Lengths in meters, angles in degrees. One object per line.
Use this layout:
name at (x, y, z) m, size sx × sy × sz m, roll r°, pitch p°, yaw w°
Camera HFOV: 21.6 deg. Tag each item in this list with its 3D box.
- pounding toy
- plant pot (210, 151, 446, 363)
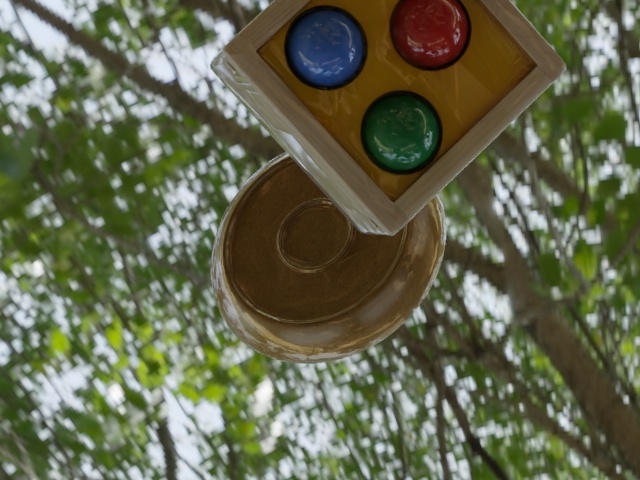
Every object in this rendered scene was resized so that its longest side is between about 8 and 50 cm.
pounding toy at (0.026, -0.138, 0.868) m, size 0.181 × 0.094 × 0.206 m, roll -43°, pitch -83°, yaw -6°
plant pot at (0.000, 0.000, 1.561) m, size 0.236 × 0.032 × 0.236 m, roll -10°, pitch -121°, yaw 18°
